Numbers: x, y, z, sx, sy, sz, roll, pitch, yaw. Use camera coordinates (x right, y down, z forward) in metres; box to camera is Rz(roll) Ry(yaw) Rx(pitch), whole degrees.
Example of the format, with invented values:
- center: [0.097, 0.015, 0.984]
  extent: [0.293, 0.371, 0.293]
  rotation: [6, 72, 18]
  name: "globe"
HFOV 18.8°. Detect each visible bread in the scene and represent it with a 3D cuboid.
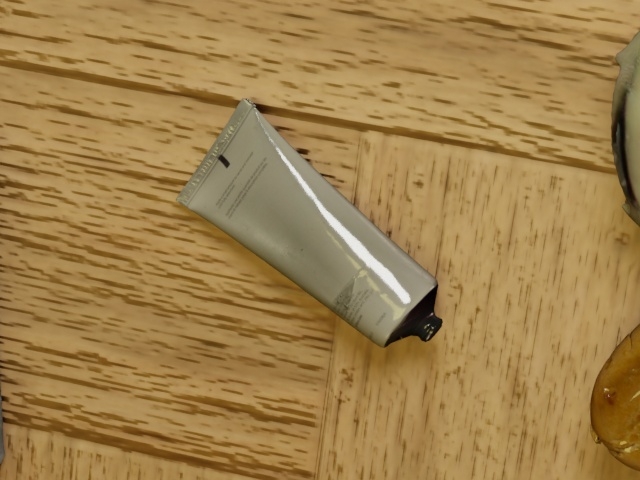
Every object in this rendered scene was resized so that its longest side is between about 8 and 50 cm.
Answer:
- center: [0.250, 0.074, 1.153]
  extent: [0.189, 0.077, 0.114]
  rotation: [-23, 118, 18]
  name: "bread"

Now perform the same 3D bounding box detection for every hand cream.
- center: [0.000, 0.000, 1.214]
  extent: [0.186, 0.054, 0.087]
  rotation: [40, 116, 8]
  name: "hand cream"

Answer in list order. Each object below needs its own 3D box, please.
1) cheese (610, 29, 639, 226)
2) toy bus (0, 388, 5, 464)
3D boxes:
- center: [0.311, -0.068, 1.094]
  extent: [0.286, 0.082, 0.163]
  rotation: [0, 107, 14]
  name: "cheese"
- center: [-0.260, 0.045, 1.261]
  extent: [0.091, 0.109, 0.261]
  rotation: [5, 108, 12]
  name: "toy bus"
